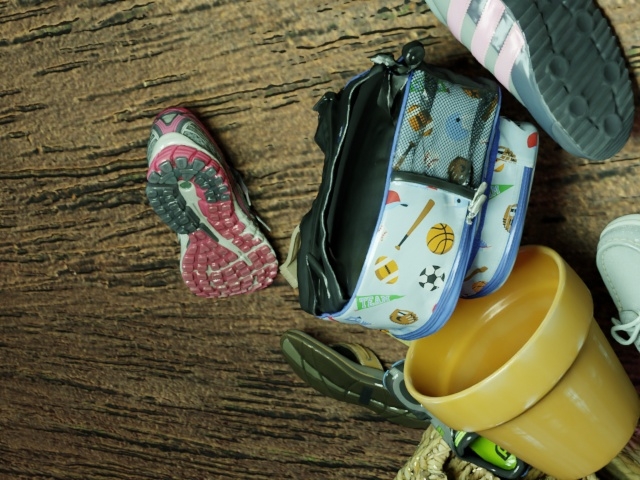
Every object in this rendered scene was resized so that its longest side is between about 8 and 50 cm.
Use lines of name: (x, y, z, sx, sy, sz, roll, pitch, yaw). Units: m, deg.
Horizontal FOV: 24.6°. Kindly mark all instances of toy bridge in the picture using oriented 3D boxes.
toy bridge: (0.000, 0.000, 1.771, 0.063, 0.026, 0.188, 51, 140, -4)

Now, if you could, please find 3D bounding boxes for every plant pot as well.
plant pot: (0.222, 0.141, 1.508, 0.188, 0.205, 0.205, 45, 142, -21)

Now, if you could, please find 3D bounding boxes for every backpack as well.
backpack: (0.083, -0.033, 1.460, 0.213, 0.263, 0.276, 20, 173, -9)

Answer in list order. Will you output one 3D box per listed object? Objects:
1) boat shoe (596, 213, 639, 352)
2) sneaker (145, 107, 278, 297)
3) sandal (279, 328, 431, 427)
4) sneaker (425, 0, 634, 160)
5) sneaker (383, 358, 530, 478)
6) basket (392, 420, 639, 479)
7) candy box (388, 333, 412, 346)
boat shoe: (0.381, 0.119, 1.485, 0.118, 0.103, 0.320, -29, 95, 49)
sneaker: (-0.129, -0.037, 1.792, 0.121, 0.112, 0.299, -13, 139, 3)
sandal: (0.052, 0.165, 1.853, 0.219, 0.060, 0.090, 22, 143, 4)
sneaker: (0.178, -0.210, 1.401, 0.319, 0.112, 0.131, 55, 157, -11)
sneaker: (0.153, 0.191, 1.589, 0.188, 0.078, 0.067, 38, 97, 2)
basket: (0.255, 0.301, 1.673, 0.299, 0.213, 0.223, 43, 141, 1)
candy box: (0.129, 0.072, 1.662, 0.186, 0.109, 0.053, 31, 140, 14)
